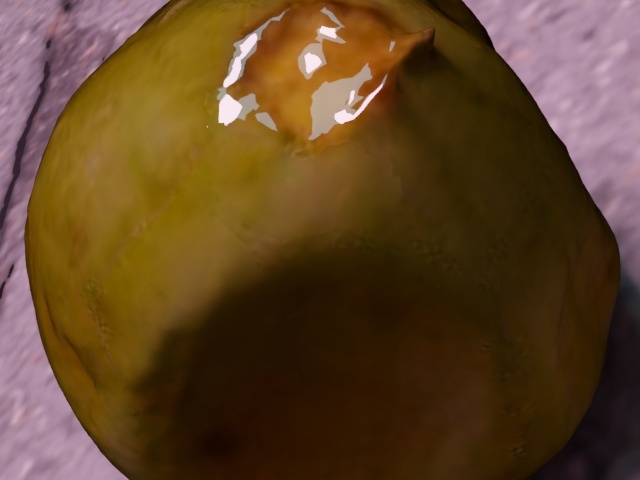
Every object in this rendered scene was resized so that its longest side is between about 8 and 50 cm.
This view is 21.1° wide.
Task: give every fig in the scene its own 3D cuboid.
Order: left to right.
[{"bbox_3d":[0.000,0.000,0.412,0.144,0.166,0.154,6,76,9],"label":"fig"}]
